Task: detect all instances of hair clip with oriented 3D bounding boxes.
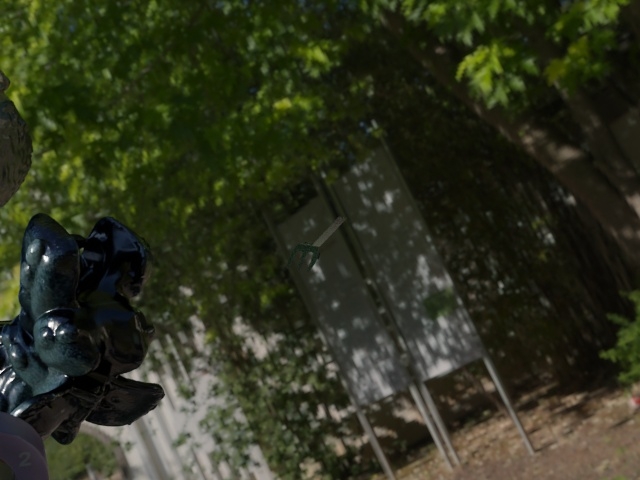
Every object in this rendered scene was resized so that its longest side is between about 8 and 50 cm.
[{"bbox_3d":[-0.299,0.124,1.075,0.194,0.206,0.310,2,-40,-46],"label":"hair clip"}]

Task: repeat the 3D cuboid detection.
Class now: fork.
[{"bbox_3d":[0.000,-0.002,1.145,0.039,0.021,0.235,4,-18,-13],"label":"fork"}]

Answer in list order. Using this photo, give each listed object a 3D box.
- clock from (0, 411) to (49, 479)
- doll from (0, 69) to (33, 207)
[{"bbox_3d":[-0.341,0.228,0.826,0.197,0.172,0.064,-6,27,-19],"label":"clock"},{"bbox_3d":[-0.517,-0.090,1.136,0.247,0.247,0.349,-34,13,49],"label":"doll"}]
